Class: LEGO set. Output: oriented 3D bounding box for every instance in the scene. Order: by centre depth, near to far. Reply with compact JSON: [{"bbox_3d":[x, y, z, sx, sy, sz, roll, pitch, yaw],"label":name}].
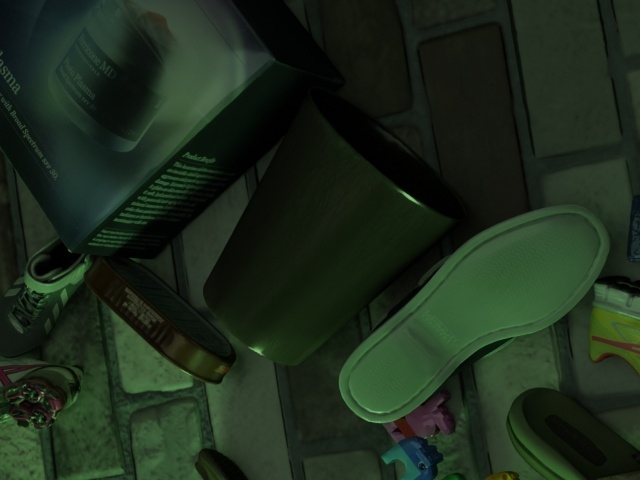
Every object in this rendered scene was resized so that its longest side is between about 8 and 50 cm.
[{"bbox_3d":[0.147,0.234,1.529,0.093,0.087,0.227,-43,73,17],"label":"LEGO set"}]

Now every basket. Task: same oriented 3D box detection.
[{"bbox_3d":[0.000,0.000,1.575,0.204,0.154,0.227,44,109,21],"label":"basket"}]

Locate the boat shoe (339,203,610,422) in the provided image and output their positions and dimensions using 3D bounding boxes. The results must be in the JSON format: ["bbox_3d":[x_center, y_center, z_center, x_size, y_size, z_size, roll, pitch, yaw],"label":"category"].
[{"bbox_3d":[0.144,0.058,1.534,0.302,0.091,0.114,-33,95,17],"label":"boat shoe"}]

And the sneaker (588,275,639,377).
[{"bbox_3d":[0.337,0.108,1.461,0.208,0.081,0.094,24,105,29],"label":"sneaker"}]

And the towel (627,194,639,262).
[{"bbox_3d":[0.343,-0.007,1.482,0.119,0.029,0.067,5,89,25],"label":"towel"}]

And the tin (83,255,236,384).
[{"bbox_3d":[-0.166,0.078,1.667,0.190,0.106,0.040,40,96,20],"label":"tin"}]

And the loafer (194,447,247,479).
[{"bbox_3d":[-0.089,0.281,1.649,0.050,0.056,0.148,-39,73,11],"label":"loafer"}]

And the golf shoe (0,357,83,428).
[{"bbox_3d":[-0.348,0.166,1.762,0.186,0.086,0.067,1,114,22],"label":"golf shoe"}]

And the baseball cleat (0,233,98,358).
[{"bbox_3d":[-0.306,0.051,1.727,0.072,0.109,0.206,43,107,10],"label":"baseball cleat"}]

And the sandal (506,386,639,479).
[{"bbox_3d":[0.299,0.217,1.435,0.303,0.120,0.086,35,121,22],"label":"sandal"}]

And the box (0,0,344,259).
[{"bbox_3d":[-0.193,-0.187,1.650,0.294,0.183,0.296,-42,73,16],"label":"box"}]
